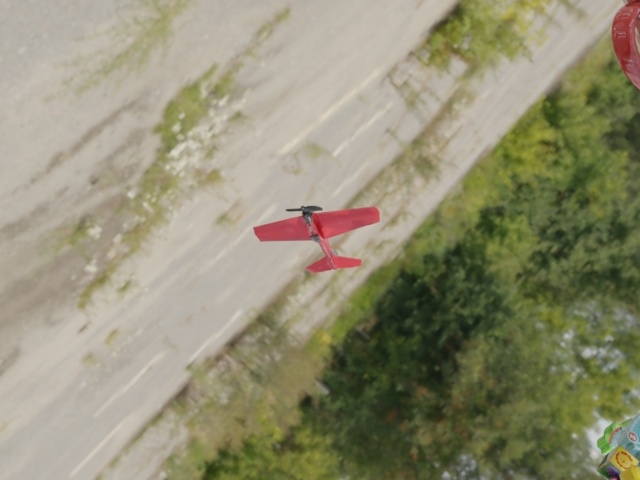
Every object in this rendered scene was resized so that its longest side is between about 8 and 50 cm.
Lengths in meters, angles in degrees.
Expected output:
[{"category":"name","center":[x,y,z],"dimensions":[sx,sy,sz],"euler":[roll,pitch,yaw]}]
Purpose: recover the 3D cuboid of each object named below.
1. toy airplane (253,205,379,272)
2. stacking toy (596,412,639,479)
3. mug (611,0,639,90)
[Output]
[{"category":"toy airplane","center":[0.000,0.000,1.104],"dimensions":[0.151,0.151,0.028],"euler":[123,-29,-56]},{"category":"stacking toy","center":[0.271,0.200,0.825],"dimensions":[0.221,0.052,0.167],"euler":[-41,167,-37]},{"category":"mug","center":[0.338,-0.193,0.913],"dimensions":[0.150,0.169,0.113],"euler":[-26,-153,-1]}]
